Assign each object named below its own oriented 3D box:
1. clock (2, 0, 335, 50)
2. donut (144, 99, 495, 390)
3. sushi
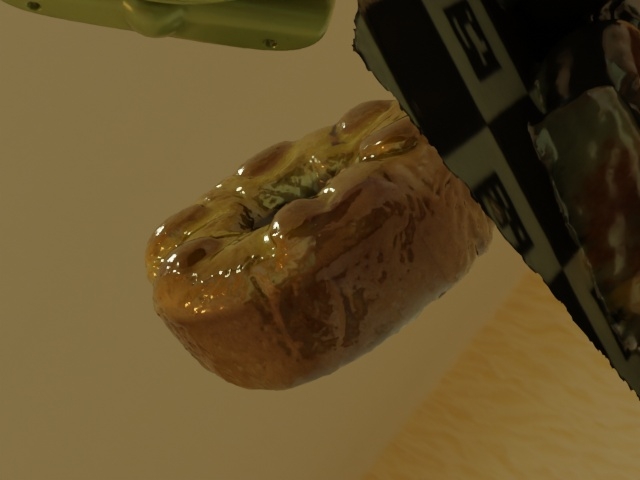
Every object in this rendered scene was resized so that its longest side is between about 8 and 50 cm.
[{"bbox_3d":[-0.113,-0.275,1.185,0.286,0.348,0.117,9,-114,-2],"label":"clock"},{"bbox_3d":[0.000,0.000,1.453,0.317,0.299,0.150,-25,-74,11],"label":"donut"},{"bbox_3d":[0.127,-0.074,0.669,0.059,0.292,0.294,-27,-58,27],"label":"sushi"}]
